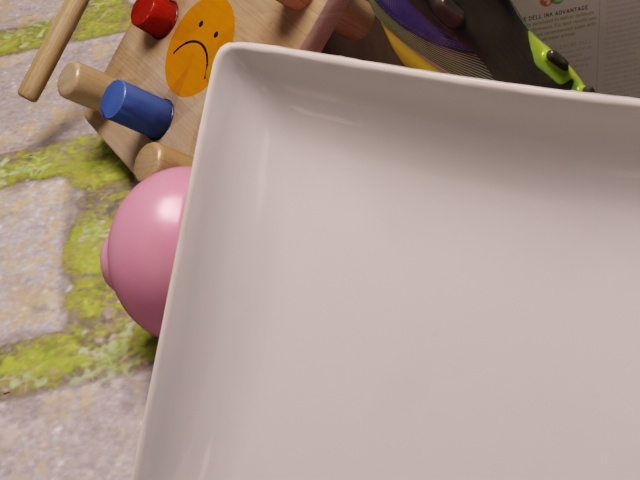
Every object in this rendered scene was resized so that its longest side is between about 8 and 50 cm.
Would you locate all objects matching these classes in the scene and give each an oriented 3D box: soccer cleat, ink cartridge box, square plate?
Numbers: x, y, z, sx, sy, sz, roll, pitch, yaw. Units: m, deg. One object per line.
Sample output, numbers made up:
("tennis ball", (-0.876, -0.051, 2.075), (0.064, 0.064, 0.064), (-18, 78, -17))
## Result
("soccer cleat", (0.131, -0.122, 0.805), (0.093, 0.289, 0.121), (-39, 15, -14))
("ink cartridge box", (0.221, -0.202, 0.864), (0.189, 0.255, 0.097), (-11, 39, -2))
("square plate", (0.061, 0.084, 0.558), (0.344, 0.347, 0.049), (13, 3, 27))

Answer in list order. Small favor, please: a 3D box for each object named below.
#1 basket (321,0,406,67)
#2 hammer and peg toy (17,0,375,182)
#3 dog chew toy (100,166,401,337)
("basket", (0.046, -0.257, 0.993), (0.154, 0.227, 0.204), (-14, 38, -4))
("hammer and peg toy", (-0.130, -0.185, 0.949), (0.361, 0.127, 0.266), (42, 106, 45))
("dog chew toy", (0.000, 0.000, 0.723), (0.332, 0.206, 0.206), (-5, 39, 18))
